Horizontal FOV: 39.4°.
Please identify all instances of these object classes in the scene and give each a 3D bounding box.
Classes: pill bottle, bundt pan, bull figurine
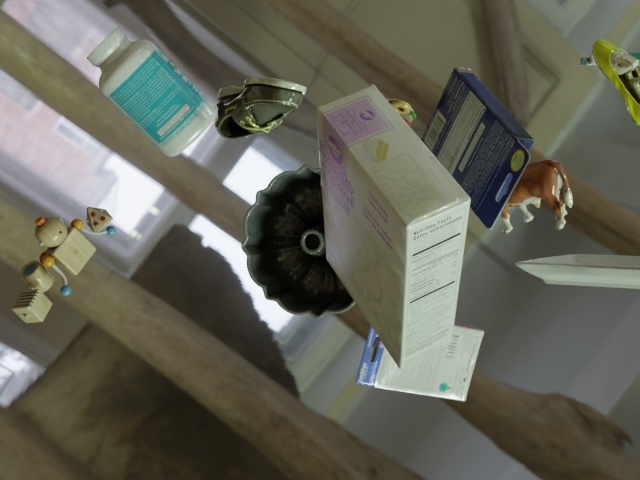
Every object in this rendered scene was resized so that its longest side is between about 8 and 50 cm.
[{"bbox_3d":[-0.349,-0.308,1.830,0.146,0.264,0.146,-39,-161,16],"label":"pill bottle"},{"bbox_3d":[0.000,0.000,1.955,0.331,0.331,0.124,-48,168,15],"label":"bundt pan"},{"bbox_3d":[0.490,-0.120,2.200,0.101,0.188,0.310,-33,-165,-25],"label":"bull figurine"}]

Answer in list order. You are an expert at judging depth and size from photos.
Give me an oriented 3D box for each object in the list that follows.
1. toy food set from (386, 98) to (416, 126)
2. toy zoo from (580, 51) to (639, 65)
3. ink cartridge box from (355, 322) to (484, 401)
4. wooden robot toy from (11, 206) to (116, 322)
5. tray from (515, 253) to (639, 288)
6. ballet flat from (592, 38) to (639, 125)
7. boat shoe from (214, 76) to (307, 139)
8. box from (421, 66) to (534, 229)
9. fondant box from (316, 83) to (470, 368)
[{"bbox_3d":[0.141,-0.241,1.711,0.083,0.082,0.020,-4,-123,25],"label":"toy food set"},{"bbox_3d":[0.798,-0.453,2.235,0.293,0.192,0.030,6,-78,31],"label":"toy zoo"},{"bbox_3d":[0.233,0.277,2.166,0.065,0.311,0.185,26,-77,65],"label":"ink cartridge box"},{"bbox_3d":[-0.316,0.006,1.045,0.076,0.079,0.173,8,-125,38],"label":"wooden robot toy"},{"bbox_3d":[0.386,0.038,1.070,0.270,0.145,0.030,2,-85,44],"label":"tray"},{"bbox_3d":[0.708,-0.371,2.039,0.077,0.230,0.077,-27,176,-19],"label":"ballet flat"},{"bbox_3d":[-0.115,-0.241,1.649,0.305,0.109,0.091,5,-97,64],"label":"boat shoe"},{"bbox_3d":[0.230,-0.133,1.293,0.225,0.037,0.136,63,-39,43],"label":"box"},{"bbox_3d":[0.093,-0.011,1.233,0.096,0.330,0.238,-23,-126,-16],"label":"fondant box"}]
